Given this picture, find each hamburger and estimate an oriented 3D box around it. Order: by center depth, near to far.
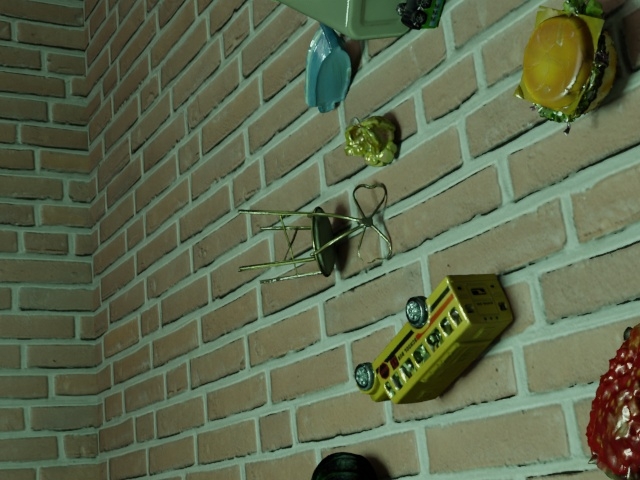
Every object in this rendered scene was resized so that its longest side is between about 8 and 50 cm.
[{"bbox_3d":[0.367,-0.259,1.486,0.164,0.093,0.190,51,132,48],"label":"hamburger"}]

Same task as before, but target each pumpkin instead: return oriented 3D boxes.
[{"bbox_3d":[0.036,0.500,1.941,0.202,0.140,0.202,-168,90,-84],"label":"pumpkin"}]

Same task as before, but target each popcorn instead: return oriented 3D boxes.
[{"bbox_3d":[0.099,-0.196,1.980,0.097,0.089,0.109,-65,31,15],"label":"popcorn"}]

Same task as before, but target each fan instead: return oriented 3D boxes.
[{"bbox_3d":[0.072,-0.215,2.107,0.080,0.003,0.060,61,138,44],"label":"fan"}]

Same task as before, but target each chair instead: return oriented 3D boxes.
[{"bbox_3d":[0.000,0.000,2.092,0.325,0.170,0.160,-8,72,17],"label":"chair"}]

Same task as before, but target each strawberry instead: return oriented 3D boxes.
[{"bbox_3d":[0.426,0.185,1.299,0.233,0.137,0.307,16,103,62],"label":"strawberry"}]

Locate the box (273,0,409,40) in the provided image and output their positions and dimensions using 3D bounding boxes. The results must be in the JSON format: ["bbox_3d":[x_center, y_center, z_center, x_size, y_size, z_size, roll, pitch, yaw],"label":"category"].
[{"bbox_3d":[0.040,-0.597,1.963,0.344,0.177,0.352,40,133,47],"label":"box"}]

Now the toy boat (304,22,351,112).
[{"bbox_3d":[0.003,-0.367,2.113,0.102,0.088,0.215,60,159,32],"label":"toy boat"}]

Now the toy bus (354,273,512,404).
[{"bbox_3d":[0.187,0.185,1.747,0.336,0.121,0.123,-56,49,42],"label":"toy bus"}]

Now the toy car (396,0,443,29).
[{"bbox_3d":[0.194,-0.464,1.848,0.071,0.062,0.165,45,126,52],"label":"toy car"}]
